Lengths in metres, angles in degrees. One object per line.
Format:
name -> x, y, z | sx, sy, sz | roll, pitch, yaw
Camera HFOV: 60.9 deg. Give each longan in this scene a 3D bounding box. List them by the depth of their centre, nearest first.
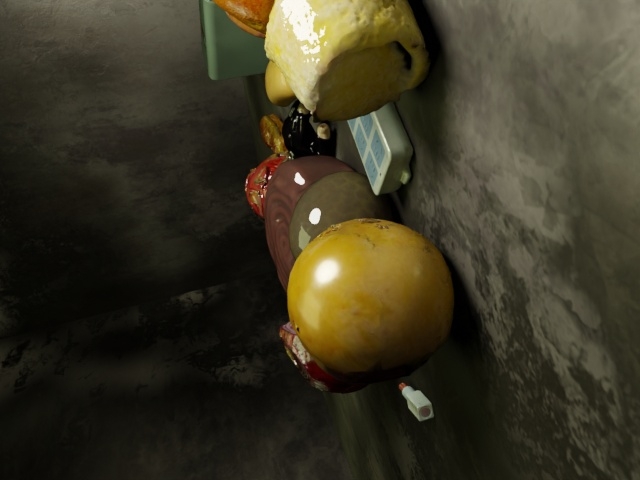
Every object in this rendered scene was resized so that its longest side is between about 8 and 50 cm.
longan -> 0.039, -0.010, 0.933 | 0.198, 0.198, 0.212 | -126, 16, -67

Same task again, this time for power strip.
power strip -> 0.077, -0.203, 0.861 | 0.118, 0.046, 0.270 | 96, 159, -65

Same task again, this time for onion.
onion -> 0.050, 0.249, 1.226 | 0.206, 0.216, 0.207 | 20, 135, 60

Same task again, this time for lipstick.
lipstick -> 0.177, 0.300, 1.041 | 0.129, 0.030, 0.030 | -145, 42, -76

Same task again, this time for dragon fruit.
dragon fruit -> -0.072, -0.150, 1.393 | 0.148, 0.218, 0.224 | 121, 136, -55

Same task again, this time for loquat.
loquat -> 0.070, 0.082, 0.753 | 0.235, 0.235, 0.235 | 166, 90, -81

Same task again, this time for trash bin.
trash bin -> -0.258, -0.670, 1.660 | 0.343, 0.222, 0.158 | 106, 149, -69

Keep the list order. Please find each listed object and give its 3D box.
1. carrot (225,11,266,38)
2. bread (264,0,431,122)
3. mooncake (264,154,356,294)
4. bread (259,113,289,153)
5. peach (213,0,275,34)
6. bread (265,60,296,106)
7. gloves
carrot -> -0.109, -0.510, 1.138 | 0.254, 0.195, 0.196 | -113, 12, -72
bread -> 0.030, -0.246, 0.674 | 0.197, 0.197, 0.171 | 100, 148, -68
mooncake -> 0.000, 0.000, 1.143 | 0.334, 0.174, 0.326 | -131, 37, -51
bread -> -0.149, -0.347, 1.916 | 0.271, 0.077, 0.139 | -121, 17, -54
peach -> -0.076, -0.449, 0.821 | 0.281, 0.238, 0.281 | 162, 90, -75
bread -> -0.052, -0.349, 1.103 | 0.098, 0.147, 0.217 | 40, 173, -12
gloves -> -0.031, -0.263, 1.248 | 0.164, 0.124, 0.203 | 47, 163, 34
